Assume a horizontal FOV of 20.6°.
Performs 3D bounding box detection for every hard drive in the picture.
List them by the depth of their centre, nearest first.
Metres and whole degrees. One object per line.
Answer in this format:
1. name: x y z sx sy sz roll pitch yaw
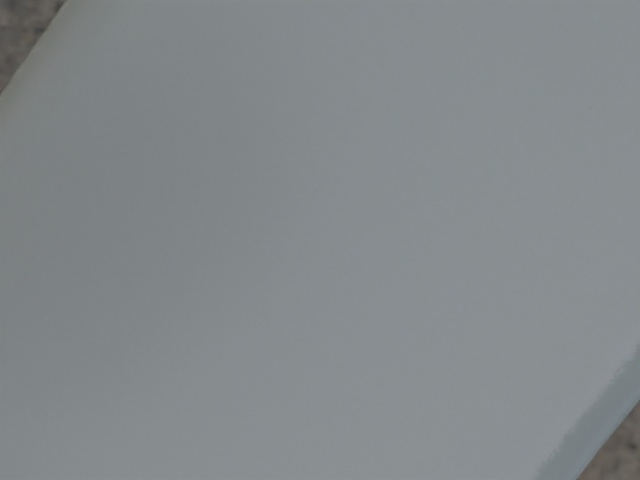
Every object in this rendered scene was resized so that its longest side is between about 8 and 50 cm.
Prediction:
1. hard drive: 0.000 0.000 0.521 0.307 0.203 0.040 -53 176 10
